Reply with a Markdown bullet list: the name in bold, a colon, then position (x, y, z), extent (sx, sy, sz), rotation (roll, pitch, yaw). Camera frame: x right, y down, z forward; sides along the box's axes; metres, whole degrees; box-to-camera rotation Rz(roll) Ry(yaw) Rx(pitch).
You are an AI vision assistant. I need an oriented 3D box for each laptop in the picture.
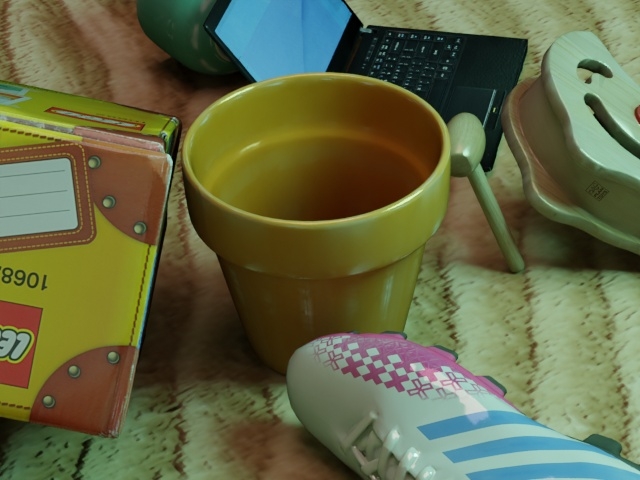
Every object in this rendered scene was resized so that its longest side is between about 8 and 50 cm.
- **laptop**: position (0.052, -0.193, 1.744), extent (0.264, 0.136, 0.234), rotation (7, 39, 13)

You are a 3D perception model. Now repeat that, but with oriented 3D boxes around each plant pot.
- **plant pot**: position (0.000, 0.000, 1.449), extent (0.205, 0.188, 0.205), rotation (-2, 38, 2)

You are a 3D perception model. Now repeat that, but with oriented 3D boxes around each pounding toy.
- **pounding toy**: position (0.218, -0.065, 1.559), extent (0.269, 0.155, 0.154), rotation (23, 46, -17)

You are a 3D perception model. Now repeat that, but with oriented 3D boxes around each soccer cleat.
- **soccer cleat**: position (0.091, 0.165, 1.284), extent (0.331, 0.116, 0.143), rotation (21, 43, 28)

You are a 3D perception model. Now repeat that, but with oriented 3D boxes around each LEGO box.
- **LEGO box**: position (-0.358, -0.034, 1.303), extent (0.500, 0.193, 0.372), rotation (11, 6, -4)

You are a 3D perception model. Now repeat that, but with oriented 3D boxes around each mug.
- **mug**: position (-0.091, -0.236, 1.807), extent (0.158, 0.129, 0.097), rotation (-44, 49, -8)
